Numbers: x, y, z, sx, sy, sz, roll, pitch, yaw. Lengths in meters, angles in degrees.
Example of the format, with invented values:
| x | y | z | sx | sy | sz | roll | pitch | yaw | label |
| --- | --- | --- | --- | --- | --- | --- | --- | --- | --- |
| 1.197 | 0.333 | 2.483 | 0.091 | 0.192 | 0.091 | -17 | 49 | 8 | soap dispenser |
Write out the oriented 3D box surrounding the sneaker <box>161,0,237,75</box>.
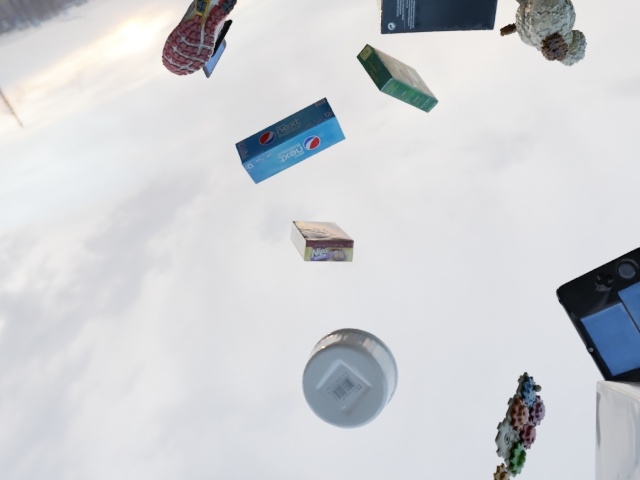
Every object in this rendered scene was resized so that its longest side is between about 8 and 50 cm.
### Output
| x | y | z | sx | sy | sz | roll | pitch | yaw | label |
| --- | --- | --- | --- | --- | --- | --- | --- | --- | --- |
| -0.231 | -0.422 | 1.181 | 0.225 | 0.088 | 0.093 | -49 | -156 | 17 | sneaker |

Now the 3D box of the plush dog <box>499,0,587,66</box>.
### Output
| x | y | z | sx | sy | sz | roll | pitch | yaw | label |
| --- | --- | --- | --- | --- | --- | --- | --- | --- | --- |
| 0.570 | -0.568 | 1.523 | 0.210 | 0.263 | 0.225 | -7 | -169 | 13 | plush dog |

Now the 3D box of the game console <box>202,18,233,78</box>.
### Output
| x | y | z | sx | sy | sz | roll | pitch | yaw | label |
| --- | --- | --- | --- | --- | --- | --- | --- | --- | --- |
| -0.259 | -0.490 | 1.539 | 0.107 | 0.071 | 0.122 | 2 | -117 | 46 | game console |

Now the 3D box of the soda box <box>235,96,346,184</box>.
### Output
| x | y | z | sx | sy | sz | roll | pitch | yaw | label |
| --- | --- | --- | --- | --- | --- | --- | --- | --- | --- |
| -0.061 | -0.201 | 1.216 | 0.210 | 0.071 | 0.067 | -26 | -128 | 5 | soda box |

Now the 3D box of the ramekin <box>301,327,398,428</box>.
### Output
| x | y | z | sx | sy | sz | roll | pitch | yaw | label |
| --- | --- | --- | --- | --- | --- | --- | --- | --- | --- |
| 0.079 | 0.401 | 1.728 | 0.277 | 0.277 | 0.135 | -15 | -178 | 15 | ramekin |

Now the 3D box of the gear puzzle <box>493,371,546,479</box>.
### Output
| x | y | z | sx | sy | sz | roll | pitch | yaw | label |
| --- | --- | --- | --- | --- | --- | --- | --- | --- | --- |
| 0.516 | 0.513 | 1.560 | 0.044 | 0.175 | 0.339 | -1 | -143 | 43 | gear puzzle |

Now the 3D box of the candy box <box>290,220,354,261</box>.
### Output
| x | y | z | sx | sy | sz | roll | pitch | yaw | label |
| --- | --- | --- | --- | --- | --- | --- | --- | --- | --- |
| 0.000 | 0.000 | 1.352 | 0.109 | 0.053 | 0.187 | 1 | -167 | -12 | candy box |

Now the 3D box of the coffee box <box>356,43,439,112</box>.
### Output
| x | y | z | sx | sy | sz | roll | pitch | yaw | label |
| --- | --- | --- | --- | --- | --- | --- | --- | --- | --- |
| 0.164 | -0.338 | 1.263 | 0.040 | 0.184 | 0.113 | -44 | -120 | 29 | coffee box |

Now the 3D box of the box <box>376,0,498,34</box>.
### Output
| x | y | z | sx | sy | sz | roll | pitch | yaw | label |
| --- | --- | --- | --- | --- | --- | --- | --- | --- | --- |
| 0.189 | -0.450 | 1.031 | 0.184 | 0.103 | 0.261 | 0 | -141 | 1 | box |

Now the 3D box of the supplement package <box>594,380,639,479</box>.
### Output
| x | y | z | sx | sy | sz | roll | pitch | yaw | label |
| --- | --- | --- | --- | --- | --- | --- | --- | --- | --- |
| 0.373 | 0.237 | 0.531 | 0.203 | 0.194 | 0.149 | 2 | 178 | 3 | supplement package |

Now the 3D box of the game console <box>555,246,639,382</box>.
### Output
| x | y | z | sx | sy | sz | roll | pitch | yaw | label |
| --- | --- | --- | --- | --- | --- | --- | --- | --- | --- |
| 0.842 | 0.231 | 1.564 | 0.060 | 0.387 | 0.342 | -9 | 159 | -45 | game console |
